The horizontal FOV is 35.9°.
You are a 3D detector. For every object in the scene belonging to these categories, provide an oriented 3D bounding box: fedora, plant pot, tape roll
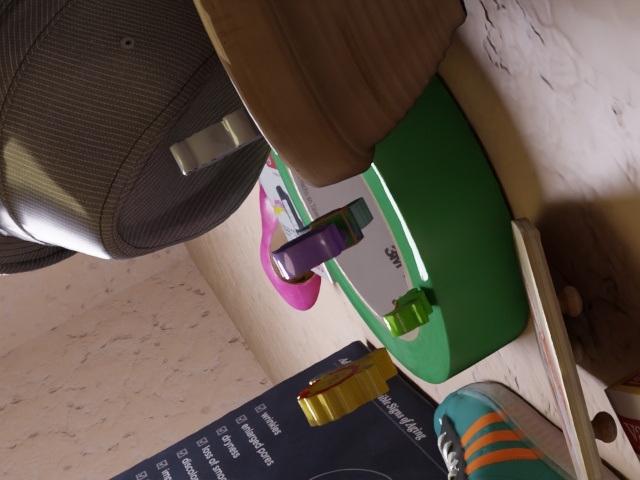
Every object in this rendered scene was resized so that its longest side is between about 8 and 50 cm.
[{"bbox_3d":[-0.115,-0.075,0.623,0.124,0.275,0.244,26,141,23],"label":"fedora"},{"bbox_3d":[0.008,-0.156,0.533,0.237,0.110,0.237,-20,-90,-76],"label":"plant pot"},{"bbox_3d":[0.048,-0.038,0.821,0.321,0.077,0.321,57,167,20],"label":"tape roll"}]

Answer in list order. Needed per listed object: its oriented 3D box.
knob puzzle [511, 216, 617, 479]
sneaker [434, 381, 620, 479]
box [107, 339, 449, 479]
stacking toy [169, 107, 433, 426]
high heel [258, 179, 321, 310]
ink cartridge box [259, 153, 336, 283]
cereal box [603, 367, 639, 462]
[{"bbox_3d":[0.155,0.066,0.615,0.213,0.030,0.213,-15,-90,-81],"label":"knob puzzle"},{"bbox_3d":[0.151,0.212,0.847,0.108,0.121,0.302,65,168,-15],"label":"sneaker"},{"bbox_3d":[-0.013,0.416,1.156,0.297,0.472,0.480,65,168,-23],"label":"box"},{"bbox_3d":[0.000,0.000,0.604,0.167,0.052,0.221,63,-163,-3],"label":"stacking toy"},{"bbox_3d":[-0.031,0.013,1.275,0.117,0.082,0.244,-118,19,-56],"label":"high heel"},{"bbox_3d":[-0.010,-0.054,1.039,0.175,0.072,0.127,66,167,-17],"label":"ink cartridge box"},{"bbox_3d":[0.253,0.178,0.507,0.240,0.047,0.173,62,168,-2],"label":"cereal box"}]
